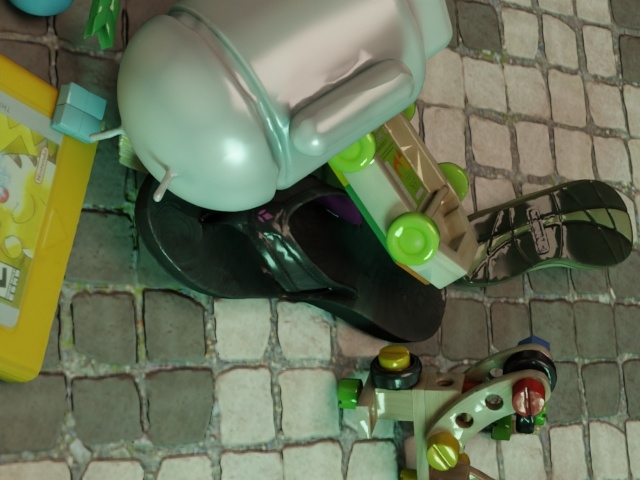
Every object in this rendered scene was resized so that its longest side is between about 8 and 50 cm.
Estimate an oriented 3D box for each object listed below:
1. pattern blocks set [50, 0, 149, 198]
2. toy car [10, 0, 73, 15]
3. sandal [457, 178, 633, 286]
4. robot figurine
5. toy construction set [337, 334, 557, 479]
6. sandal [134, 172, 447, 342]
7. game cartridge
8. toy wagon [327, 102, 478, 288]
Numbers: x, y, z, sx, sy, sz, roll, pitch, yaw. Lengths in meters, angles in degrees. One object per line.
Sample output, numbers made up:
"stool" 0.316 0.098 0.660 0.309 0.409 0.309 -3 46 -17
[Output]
"pattern blocks set" -0.135 -0.128 1.271 0.325 0.026 0.286 39 57 -38
"toy car" -0.274 -0.392 1.186 0.238 0.219 0.210 45 51 15
"sandal" 0.281 -0.011 1.564 0.302 0.086 0.120 -8 89 -24
"robot figurine" -0.043 -0.162 1.130 0.353 0.300 0.200 -35 125 -18
"toy construction set" 0.129 0.254 1.319 0.237 0.257 0.309 5 50 7
"sandal" 0.001 -0.002 1.296 0.445 0.107 0.168 18 68 -41
"game cartridge" -0.349 -0.056 1.052 0.323 0.052 0.285 33 59 -47
"toy wagon" 0.066 -0.112 1.355 0.344 0.068 0.267 55 20 -5
